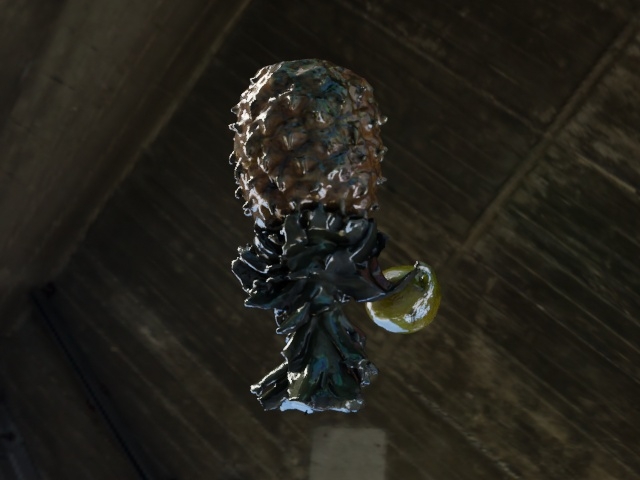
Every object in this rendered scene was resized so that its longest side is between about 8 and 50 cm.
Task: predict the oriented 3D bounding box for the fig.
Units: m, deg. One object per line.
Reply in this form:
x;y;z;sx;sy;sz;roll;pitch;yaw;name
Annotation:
0.101;0.059;1.188;0.098;0.084;0.082;-30;-147;40;fig

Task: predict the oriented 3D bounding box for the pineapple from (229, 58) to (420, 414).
0.000;0.000;0.943;0.170;0.141;0.310;-6;-109;12;pineapple
